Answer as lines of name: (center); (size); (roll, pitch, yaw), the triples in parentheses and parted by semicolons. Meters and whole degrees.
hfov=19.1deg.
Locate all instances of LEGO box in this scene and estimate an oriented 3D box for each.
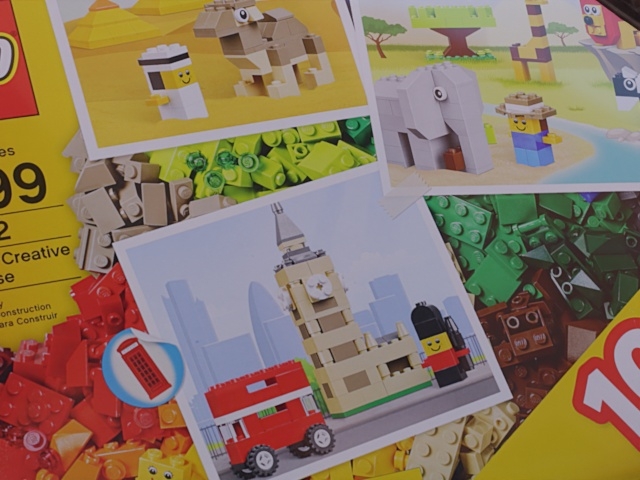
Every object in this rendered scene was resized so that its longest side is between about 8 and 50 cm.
LEGO box: (0.000, 0.000, 1.065); (0.193, 0.500, 0.372); (130, -53, -62)

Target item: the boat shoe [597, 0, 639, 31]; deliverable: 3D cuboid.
boat shoe: (0.143, -0.113, 0.680); (0.285, 0.103, 0.092); (42, -17, 32)
